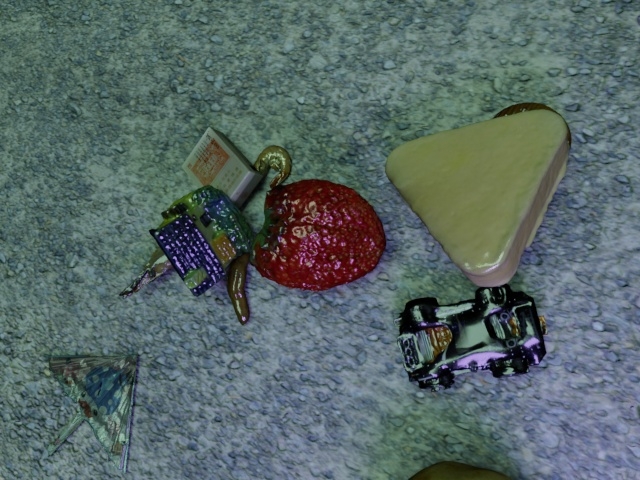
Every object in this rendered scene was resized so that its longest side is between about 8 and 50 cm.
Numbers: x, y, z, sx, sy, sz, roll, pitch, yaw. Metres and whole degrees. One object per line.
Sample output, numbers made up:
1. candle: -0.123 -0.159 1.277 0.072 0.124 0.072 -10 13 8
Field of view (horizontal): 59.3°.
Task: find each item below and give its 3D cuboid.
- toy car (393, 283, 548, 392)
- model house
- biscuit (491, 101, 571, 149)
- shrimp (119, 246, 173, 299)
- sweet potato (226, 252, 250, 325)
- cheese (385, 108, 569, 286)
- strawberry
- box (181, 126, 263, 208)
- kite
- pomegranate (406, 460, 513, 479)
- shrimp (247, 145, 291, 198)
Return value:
1. toy car: 0.310 0.203 1.159 0.301 0.118 0.193 -13 69 15
2. model house: -0.285 0.001 1.306 0.170 0.211 0.194 -21 111 21
3. biscuit: 0.457 -0.221 1.250 0.188 0.027 0.187 -4 77 18
4. shrimp: -0.424 0.046 1.469 0.262 0.066 0.117 -41 54 -9
5. sweet potato: -0.203 0.118 1.384 0.053 0.054 0.182 -7 78 23
6. cheese: 0.357 -0.130 1.169 0.384 0.104 0.384 -13 59 23
7. strawberry: 0.000 0.000 1.252 0.288 0.250 0.238 16 77 -5
8. box: -0.254 -0.176 1.434 0.141 0.058 0.201 -50 60 16
9. kite: -0.598 0.426 1.470 0.368 0.014 0.406 -47 70 5
10. pomegranate: 0.259 0.570 0.998 0.333 0.332 0.332 -4 77 18
11. shrimp: -0.133 -0.167 1.436 0.095 0.045 0.162 29 84 0
